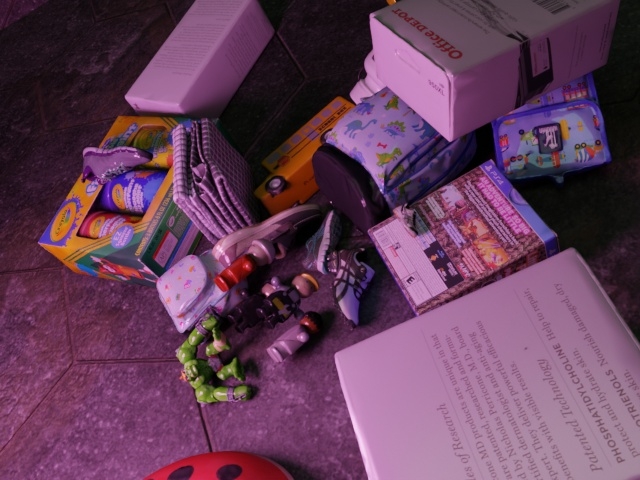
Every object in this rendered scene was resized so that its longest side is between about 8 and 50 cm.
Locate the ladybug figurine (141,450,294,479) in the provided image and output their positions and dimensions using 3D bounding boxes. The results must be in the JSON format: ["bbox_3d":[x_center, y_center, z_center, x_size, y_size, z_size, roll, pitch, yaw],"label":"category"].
[{"bbox_3d":[-0.240,0.528,1.170,0.449,0.162,0.305,-27,49,6],"label":"ladybug figurine"}]

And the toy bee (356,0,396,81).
[{"bbox_3d":[0.217,-0.549,1.717,0.298,0.195,0.162,-21,19,16],"label":"toy bee"}]

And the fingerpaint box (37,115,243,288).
[{"bbox_3d":[-0.470,-0.118,1.739,0.370,0.163,0.445,8,61,30],"label":"fingerpaint box"}]

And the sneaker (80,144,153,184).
[{"bbox_3d":[-0.518,-0.185,1.668,0.223,0.083,0.098,3,80,31],"label":"sneaker"}]

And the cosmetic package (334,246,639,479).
[{"bbox_3d":[0.286,0.288,0.978,0.393,0.329,0.328,-26,50,8],"label":"cosmetic package"}]

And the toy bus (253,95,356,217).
[{"bbox_3d":[-0.028,-0.202,1.622,0.332,0.108,0.130,-42,50,-7],"label":"toy bus"}]

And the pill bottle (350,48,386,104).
[{"bbox_3d":[0.218,-0.437,1.578,0.318,0.176,0.176,-49,46,21],"label":"pill bottle"}]

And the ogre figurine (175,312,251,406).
[{"bbox_3d":[-0.234,0.269,1.396,0.118,0.097,0.197,-32,92,9],"label":"ogre figurine"}]

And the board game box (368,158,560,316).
[{"bbox_3d":[0.282,0.022,1.292,0.290,0.141,0.232,-30,49,4],"label":"board game box"}]

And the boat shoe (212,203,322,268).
[{"bbox_3d":[-0.106,0.001,1.493,0.285,0.103,0.092,-24,73,-32],"label":"boat shoe"}]

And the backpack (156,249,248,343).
[{"bbox_3d":[-0.267,0.112,1.492,0.188,0.144,0.166,-38,46,-4],"label":"backpack"}]

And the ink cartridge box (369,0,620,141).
[{"bbox_3d":[0.338,-0.406,1.320,0.394,0.166,0.285,-27,49,-12],"label":"ink cartridge box"}]

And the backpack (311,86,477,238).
[{"bbox_3d":[0.184,-0.211,1.461,0.355,0.274,0.290,-24,44,-16],"label":"backpack"}]

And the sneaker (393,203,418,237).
[{"bbox_3d":[0.173,-0.042,1.275,0.036,0.032,0.083,-31,50,3],"label":"sneaker"}]

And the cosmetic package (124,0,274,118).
[{"bbox_3d":[-0.356,-0.536,1.984,0.229,0.161,0.454,14,64,32],"label":"cosmetic package"}]

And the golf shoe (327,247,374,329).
[{"bbox_3d":[0.071,0.093,1.388,0.093,0.077,0.198,-18,52,13],"label":"golf shoe"}]

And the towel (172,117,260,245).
[{"bbox_3d":[-0.235,-0.129,1.556,0.121,0.284,0.235,-19,52,11],"label":"towel"}]

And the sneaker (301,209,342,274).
[{"bbox_3d":[0.000,0.000,1.499,0.076,0.065,0.167,-3,54,30],"label":"sneaker"}]

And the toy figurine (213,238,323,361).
[{"bbox_3d":[-0.097,0.124,1.363,0.209,0.213,0.148,31,57,35],"label":"toy figurine"}]

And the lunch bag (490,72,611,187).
[{"bbox_3d":[0.484,-0.242,1.414,0.220,0.138,0.294,-10,65,15],"label":"lunch bag"}]
